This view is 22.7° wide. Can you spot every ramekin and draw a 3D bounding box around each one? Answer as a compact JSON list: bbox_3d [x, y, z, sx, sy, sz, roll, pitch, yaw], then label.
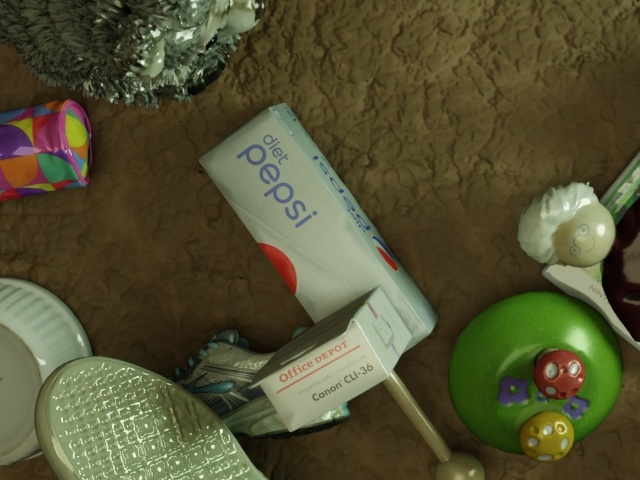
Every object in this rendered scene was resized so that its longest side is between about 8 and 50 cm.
[{"bbox_3d":[-0.358,0.149,1.723,0.207,0.109,0.207,1,98,9],"label":"ramekin"}]

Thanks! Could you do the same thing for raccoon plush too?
[{"bbox_3d":[-0.268,-0.211,1.563,0.446,0.299,0.216,-14,95,11],"label":"raccoon plush"}]

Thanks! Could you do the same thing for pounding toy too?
[{"bbox_3d":[0.202,0.166,1.604,0.237,0.110,0.183,-28,111,5],"label":"pounding toy"}]

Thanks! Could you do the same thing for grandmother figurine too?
[{"bbox_3d":[0.362,0.023,1.573,0.342,0.104,0.207,18,92,4],"label":"grandmother figurine"}]

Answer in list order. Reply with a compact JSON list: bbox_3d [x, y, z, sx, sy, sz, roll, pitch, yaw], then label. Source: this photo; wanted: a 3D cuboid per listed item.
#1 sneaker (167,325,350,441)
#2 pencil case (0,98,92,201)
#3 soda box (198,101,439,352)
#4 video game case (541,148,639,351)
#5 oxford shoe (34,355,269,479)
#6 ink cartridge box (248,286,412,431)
[{"bbox_3d":[-0.112,0.162,1.703,0.283,0.110,0.122,-11,77,9],"label":"sneaker"},{"bbox_3d":[-0.359,-0.085,1.701,0.236,0.104,0.104,-10,96,12],"label":"pencil case"},{"bbox_3d":[0.000,0.000,1.653,0.098,0.091,0.286,-35,91,13],"label":"soda box"},{"bbox_3d":[0.367,0.011,1.630,0.193,0.023,0.212,38,101,2],"label":"video game case"},{"bbox_3d":[-0.123,0.271,1.605,0.449,0.130,0.169,40,64,-30],"label":"oxford shoe"},{"bbox_3d":[0.011,0.116,1.519,0.115,0.198,0.067,-32,92,15],"label":"ink cartridge box"}]
